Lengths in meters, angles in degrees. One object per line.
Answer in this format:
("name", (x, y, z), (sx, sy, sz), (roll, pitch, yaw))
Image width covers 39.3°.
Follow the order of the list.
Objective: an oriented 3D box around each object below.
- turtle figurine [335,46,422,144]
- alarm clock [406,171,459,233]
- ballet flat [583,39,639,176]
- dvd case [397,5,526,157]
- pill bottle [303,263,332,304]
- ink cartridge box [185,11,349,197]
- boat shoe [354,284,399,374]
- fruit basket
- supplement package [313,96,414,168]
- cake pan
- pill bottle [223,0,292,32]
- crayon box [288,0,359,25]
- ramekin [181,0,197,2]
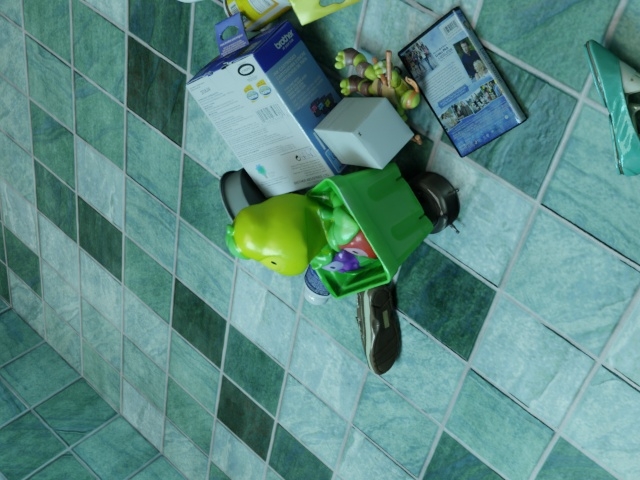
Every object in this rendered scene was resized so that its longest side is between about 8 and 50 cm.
("turtle figurine", (0.128, -0.323, 1.824), (0.217, 0.087, 0.269), (34, 165, 36))
("alarm clock", (0.215, -0.083, 1.933), (0.192, 0.064, 0.129), (22, 130, 41))
("ballet flat", (0.515, -0.230, 1.505), (0.087, 0.083, 0.247), (-14, 106, 25))
("dvd case", (0.272, -0.303, 1.748), (0.253, 0.022, 0.180), (58, 143, -1))
("pill bottle", (0.011, 0.085, 2.238), (0.094, 0.094, 0.169), (43, 139, 18))
("ink cartridge box", (-0.114, -0.306, 1.988), (0.270, 0.151, 0.395), (-10, 123, 49))
("boat shoe", (0.133, 0.205, 2.207), (0.095, 0.095, 0.257), (30, 130, 50))
("fruit basket", (0.000, 0.000, 1.921), (0.392, 0.392, 0.283), (-31, 91, 52))
("supplement package", (0.086, -0.222, 1.838), (0.105, 0.105, 0.179), (49, 168, -23))
("cake pan", (-0.120, -0.064, 2.154), (0.054, 0.293, 0.293), (-38, 86, 23))
("pill bottle", (-0.109, -0.537, 1.918), (0.215, 0.117, 0.117), (-19, 101, 51))
("crayon box", (-0.019, -0.593, 1.705), (0.202, 0.081, 0.318), (-16, 122, 22))
("ramekin", (-0.281, -0.668, 1.999), (0.277, 0.135, 0.277), (27, 133, 33))
